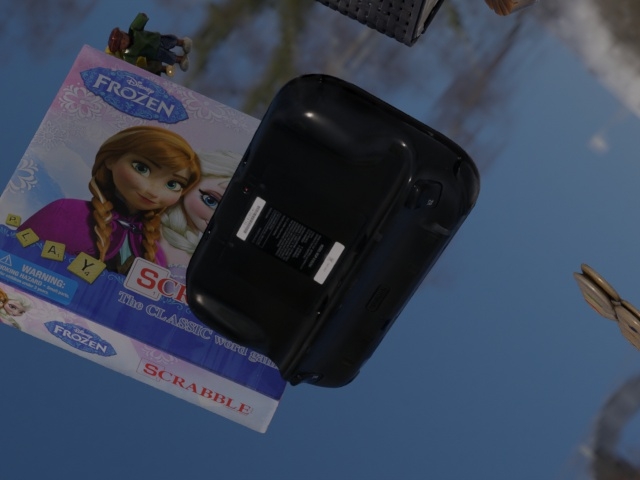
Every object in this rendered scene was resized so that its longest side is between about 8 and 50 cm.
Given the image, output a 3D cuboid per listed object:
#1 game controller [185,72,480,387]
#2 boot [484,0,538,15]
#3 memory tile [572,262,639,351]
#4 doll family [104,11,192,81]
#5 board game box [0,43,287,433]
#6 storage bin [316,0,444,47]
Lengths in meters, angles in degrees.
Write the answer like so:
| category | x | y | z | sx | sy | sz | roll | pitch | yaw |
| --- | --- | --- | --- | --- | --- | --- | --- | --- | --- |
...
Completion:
| category | x | y | z | sx | sy | sz | roll | pitch | yaw |
| --- | --- | --- | --- | --- | --- | --- | --- | --- | --- |
| game controller | 0.000 | 0.000 | 1.518 | 0.166 | 0.319 | 0.067 | 36 | -130 | 4 |
| boot | 0.091 | -0.190 | 0.887 | 0.059 | 0.084 | 0.158 | -154 | 42 | -74 |
| memory tile | 0.232 | 0.075 | 1.365 | 0.148 | 0.012 | 0.113 | 44 | 179 | 12 |
| doll family | -0.215 | -0.152 | 2.126 | 0.111 | 0.193 | 0.076 | 7 | -174 | -30 |
| board game box | -0.145 | -0.009 | 1.908 | 0.318 | 0.066 | 0.318 | 23 | -131 | -3 |
| storage bin | 0.064 | -0.222 | 1.195 | 0.084 | 0.122 | 0.180 | 27 | -123 | 8 |
